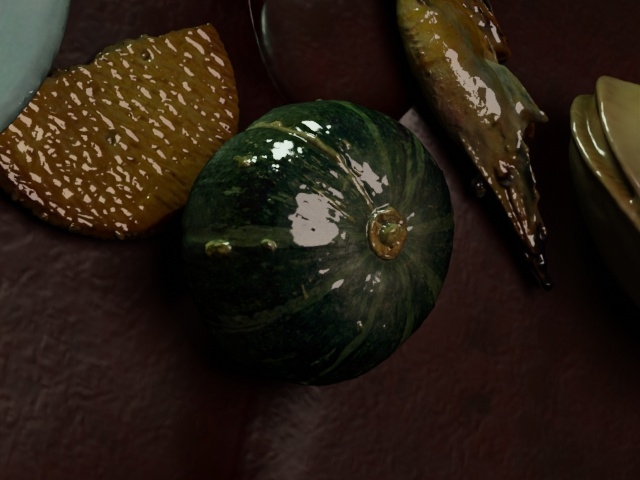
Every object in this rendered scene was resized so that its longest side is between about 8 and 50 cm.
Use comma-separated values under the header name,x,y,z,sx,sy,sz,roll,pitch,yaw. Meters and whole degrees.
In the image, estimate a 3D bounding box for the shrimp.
name,x,y,z,sx,sy,sz,roll,pitch,yaw
shrimp,0.143,-0.095,1.285,0.117,0.066,0.262,-34,99,-39

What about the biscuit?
name,x,y,z,sx,sy,sz,roll,pitch,yaw
biscuit,-0.126,-0.063,1.094,0.206,0.025,0.126,-27,92,-38

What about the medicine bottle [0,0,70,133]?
name,x,y,z,sx,sy,sz,roll,pitch,yaw
medicine bottle,-0.288,-0.107,0.816,0.245,0.290,0.245,11,71,-33

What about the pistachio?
name,x,y,z,sx,sy,sz,roll,pitch,yaw
pistachio,0.290,-0.012,1.310,0.260,0.163,0.213,33,25,-22

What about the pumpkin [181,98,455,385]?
name,x,y,z,sx,sy,sz,roll,pitch,yaw
pumpkin,-0.001,0.001,1.090,0.190,0.146,0.190,-4,100,-27
